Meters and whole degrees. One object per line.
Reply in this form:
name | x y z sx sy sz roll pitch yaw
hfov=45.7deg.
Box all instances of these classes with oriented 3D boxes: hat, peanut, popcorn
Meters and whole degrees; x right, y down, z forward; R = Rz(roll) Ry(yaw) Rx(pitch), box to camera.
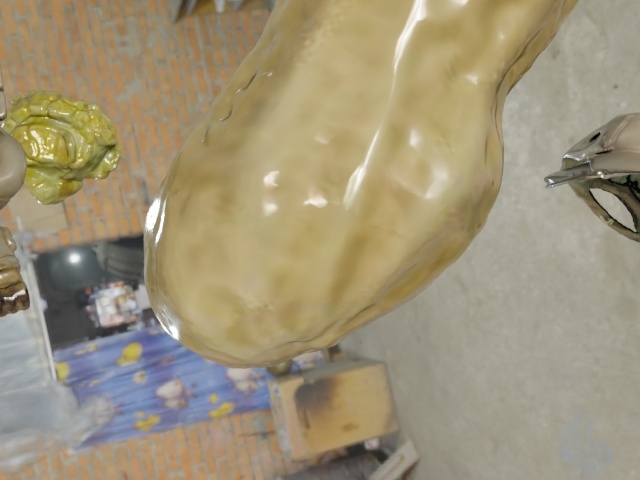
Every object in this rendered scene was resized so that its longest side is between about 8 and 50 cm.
hat | 0.390 -0.069 0.875 0.161 0.232 0.275 -64 -10 14
peanut | 0.030 -0.071 0.387 0.313 0.152 0.152 -60 17 -5
popcorn | -0.322 -0.128 0.942 0.136 0.141 0.162 65 -153 -46

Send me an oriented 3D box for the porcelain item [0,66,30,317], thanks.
porcelain item | -0.218 -0.055 0.457 0.213 0.084 0.054 71 159 5
